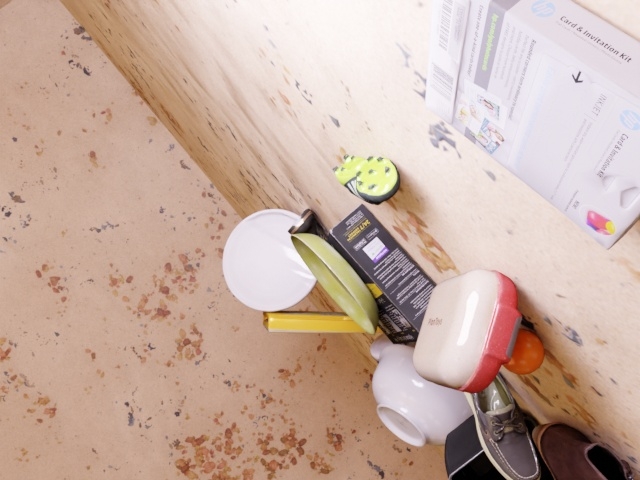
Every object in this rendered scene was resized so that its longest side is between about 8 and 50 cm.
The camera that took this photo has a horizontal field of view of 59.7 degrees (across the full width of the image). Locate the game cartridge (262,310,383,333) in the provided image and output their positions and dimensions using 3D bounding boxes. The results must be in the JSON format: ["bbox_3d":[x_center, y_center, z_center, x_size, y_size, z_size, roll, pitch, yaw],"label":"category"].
[{"bbox_3d":[0.011,0.217,1.512,0.285,0.323,0.053,152,118,-80],"label":"game cartridge"}]

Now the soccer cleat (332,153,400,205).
[{"bbox_3d":[0.073,-0.076,0.753,0.072,0.060,0.179,43,180,-21],"label":"soccer cleat"}]

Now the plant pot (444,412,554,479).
[{"bbox_3d":[0.353,0.429,1.094,0.187,0.188,0.167,51,-177,-9],"label":"plant pot"}]

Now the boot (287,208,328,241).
[{"bbox_3d":[0.000,0.000,1.333,0.137,0.077,0.198,43,-178,8],"label":"boot"}]

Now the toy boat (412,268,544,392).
[{"bbox_3d":[0.217,0.130,0.727,0.151,0.151,0.231,20,169,-1],"label":"toy boat"}]

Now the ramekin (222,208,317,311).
[{"bbox_3d":[-0.117,0.057,1.509,0.273,0.273,0.127,47,-177,13],"label":"ramekin"}]

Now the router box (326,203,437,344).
[{"bbox_3d":[0.113,0.080,1.067,0.243,0.081,0.309,49,170,6],"label":"router box"}]

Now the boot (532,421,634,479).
[{"bbox_3d":[0.423,0.386,0.822,0.248,0.090,0.207,53,174,6],"label":"boot"}]

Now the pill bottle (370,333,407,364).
[{"bbox_3d":[0.219,0.342,1.546,0.169,0.094,0.094,53,169,-20],"label":"pill bottle"}]

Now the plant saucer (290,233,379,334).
[{"bbox_3d":[0.034,0.073,1.041,0.241,0.037,0.241,49,171,11],"label":"plant saucer"}]

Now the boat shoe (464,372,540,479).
[{"bbox_3d":[0.304,0.302,0.953,0.073,0.080,0.224,77,175,-54],"label":"boat shoe"}]

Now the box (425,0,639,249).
[{"bbox_3d":[0.152,-0.092,0.380,0.186,0.038,0.145,46,170,23],"label":"box"}]

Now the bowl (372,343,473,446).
[{"bbox_3d":[0.233,0.409,1.375,0.297,0.134,0.298,32,149,22],"label":"bowl"}]
